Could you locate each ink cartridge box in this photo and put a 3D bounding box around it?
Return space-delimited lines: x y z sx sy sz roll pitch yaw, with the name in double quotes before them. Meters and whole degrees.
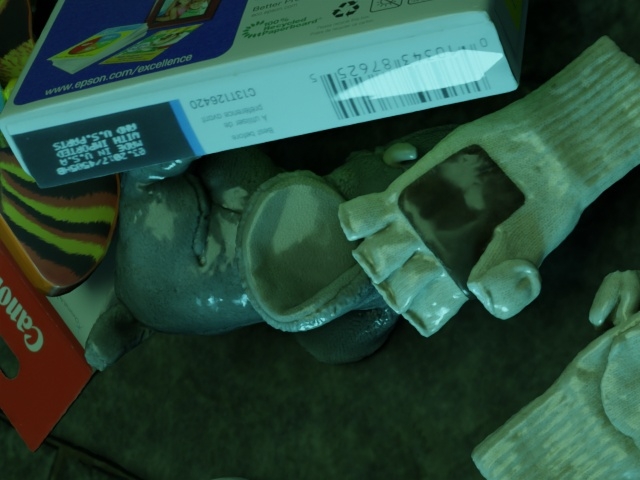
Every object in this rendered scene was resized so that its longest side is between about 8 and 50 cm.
"ink cartridge box" -0.017 -0.170 1.174 0.304 0.072 0.307 -12 34 21
"ink cartridge box" -0.201 0.004 1.360 0.232 0.066 0.189 -49 57 12

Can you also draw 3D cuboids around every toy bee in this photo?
"toy bee" -0.219 -0.117 1.249 0.162 0.298 0.195 -45 24 -15

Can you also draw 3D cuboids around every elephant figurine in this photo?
"elephant figurine" 0.000 0.000 1.168 0.239 0.169 0.186 18 120 21

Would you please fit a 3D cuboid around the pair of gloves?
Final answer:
"pair of gloves" 0.145 0.028 1.063 0.204 0.042 0.240 -32 77 6

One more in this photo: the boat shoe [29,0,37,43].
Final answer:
"boat shoe" -0.252 -0.156 1.402 0.098 0.109 0.302 40 109 29

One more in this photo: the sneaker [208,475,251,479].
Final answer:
"sneaker" -0.174 0.235 1.232 0.305 0.152 0.114 -36 64 26
